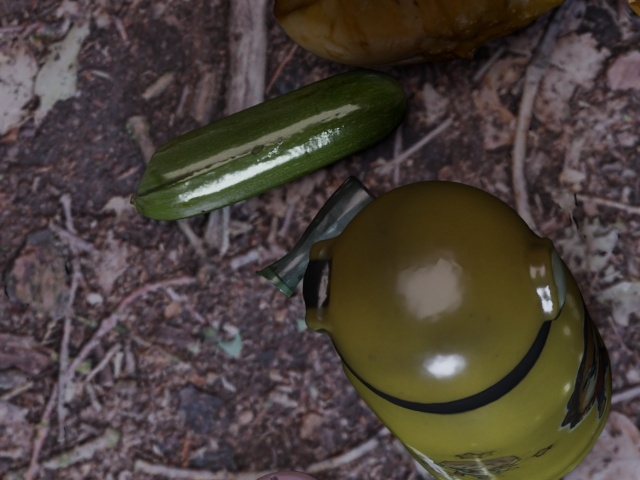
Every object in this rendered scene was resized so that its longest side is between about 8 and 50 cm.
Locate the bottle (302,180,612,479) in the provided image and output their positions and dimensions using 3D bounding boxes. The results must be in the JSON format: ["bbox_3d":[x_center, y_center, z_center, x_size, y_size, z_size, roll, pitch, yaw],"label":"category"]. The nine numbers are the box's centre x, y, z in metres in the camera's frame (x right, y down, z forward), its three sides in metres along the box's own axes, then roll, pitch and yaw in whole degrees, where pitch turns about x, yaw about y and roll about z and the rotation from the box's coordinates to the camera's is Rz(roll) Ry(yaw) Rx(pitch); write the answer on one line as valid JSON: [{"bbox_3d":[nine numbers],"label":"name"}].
[{"bbox_3d":[0.097,0.066,1.175,0.172,0.351,0.171,-3,74,12],"label":"bottle"}]

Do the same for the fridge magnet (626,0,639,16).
[{"bbox_3d":[0.298,-0.224,1.365,0.143,0.063,0.143,-6,71,17],"label":"fridge magnet"}]

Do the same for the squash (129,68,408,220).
[{"bbox_3d":[-0.044,-0.075,1.401,0.239,0.069,0.069,-22,70,5],"label":"squash"}]

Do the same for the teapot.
[{"bbox_3d":[0.000,0.000,1.386,0.111,0.043,0.043,-43,69,3],"label":"teapot"}]

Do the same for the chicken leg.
[{"bbox_3d":[0.155,-0.284,1.354,0.409,0.182,0.295,-12,49,21],"label":"chicken leg"}]

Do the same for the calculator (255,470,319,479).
[{"bbox_3d":[-0.020,0.254,1.322,0.103,0.024,0.165,-15,70,9],"label":"calculator"}]
